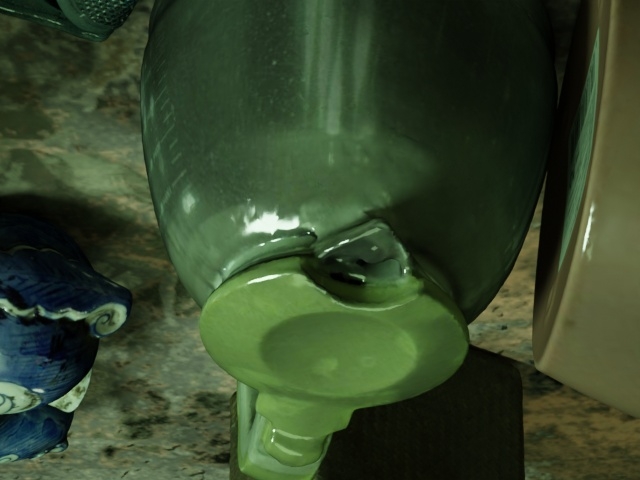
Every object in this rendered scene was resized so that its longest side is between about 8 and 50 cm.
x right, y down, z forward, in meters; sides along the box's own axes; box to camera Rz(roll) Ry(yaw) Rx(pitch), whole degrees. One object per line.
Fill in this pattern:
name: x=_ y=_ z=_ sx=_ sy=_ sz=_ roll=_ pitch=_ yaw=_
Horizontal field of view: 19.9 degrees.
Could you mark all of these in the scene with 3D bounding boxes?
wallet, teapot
wallet: x=-0.136 y=-0.159 z=1.018 sx=0.088 sy=0.026 sz=0.129 roll=17 pitch=143 yaw=-17
teapot: x=-0.015 y=-0.011 z=1.036 sx=0.239 sy=0.239 sz=0.321 roll=28 pitch=139 yaw=-29

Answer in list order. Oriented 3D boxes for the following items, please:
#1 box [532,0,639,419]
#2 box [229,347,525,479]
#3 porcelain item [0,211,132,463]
box: x=0.235 y=-0.036 z=0.954 sx=0.216 sy=0.301 sz=0.301 roll=11 pitch=145 yaw=3
box: x=0.042 y=0.205 z=1.306 sx=0.184 sy=0.273 sz=0.143 roll=19 pitch=138 yaw=-23
porcelain item: x=-0.233 y=0.089 z=1.288 sx=0.186 sy=0.138 sz=0.288 roll=13 pitch=146 yaw=-29
